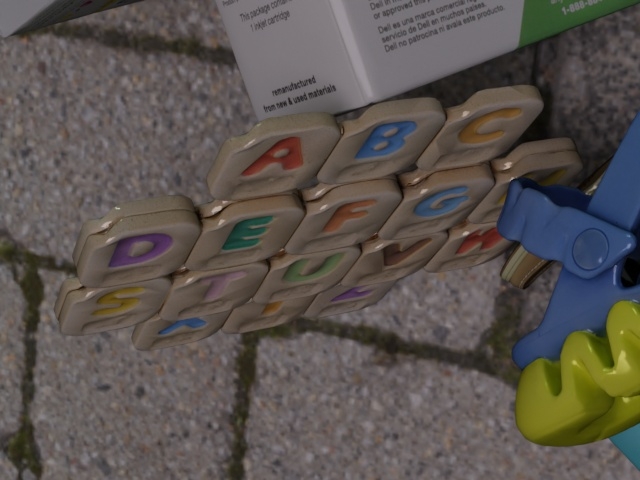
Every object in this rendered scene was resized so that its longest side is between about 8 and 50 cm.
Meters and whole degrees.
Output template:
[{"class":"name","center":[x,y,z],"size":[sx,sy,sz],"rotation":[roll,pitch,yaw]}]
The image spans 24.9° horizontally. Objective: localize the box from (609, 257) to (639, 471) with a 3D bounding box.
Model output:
[{"class":"box","center":[0.234,0.122,0.842],"size":[0.244,0.100,0.060],"rotation":[47,113,3]}]

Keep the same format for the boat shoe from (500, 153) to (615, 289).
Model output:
[{"class":"boat shoe","center":[0.164,-0.011,0.860],"size":[0.045,0.050,0.135],"rotation":[49,115,9]}]

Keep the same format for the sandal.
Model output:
[{"class":"sandal","center":[0.197,-0.026,0.698],"size":[0.317,0.126,0.138],"rotation":[-36,64,28]}]

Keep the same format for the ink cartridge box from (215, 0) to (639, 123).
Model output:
[{"class":"ink cartridge box","center":[0.028,-0.221,0.762],"size":[0.117,0.201,0.278],"rotation":[-8,103,59]}]

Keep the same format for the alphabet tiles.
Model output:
[{"class":"alphabet tiles","center":[0.000,0.000,0.802],"size":[0.278,0.284,0.021],"rotation":[125,131,-58]}]

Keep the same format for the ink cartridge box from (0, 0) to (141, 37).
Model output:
[{"class":"ink cartridge box","center":[-0.132,-0.214,0.849],"size":[0.128,0.176,0.127],"rotation":[-32,94,26]}]
